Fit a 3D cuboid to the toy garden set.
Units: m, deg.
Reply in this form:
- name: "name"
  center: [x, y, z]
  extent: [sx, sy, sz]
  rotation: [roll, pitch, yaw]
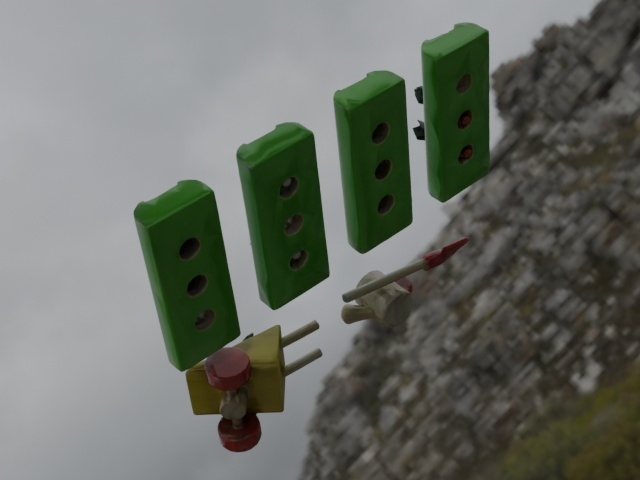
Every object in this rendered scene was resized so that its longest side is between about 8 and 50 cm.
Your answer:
- name: "toy garden set"
  center: [0.000, 0.000, 0.761]
  extent: [0.244, 0.049, 0.204]
  rotation: [-32, -43, -26]
